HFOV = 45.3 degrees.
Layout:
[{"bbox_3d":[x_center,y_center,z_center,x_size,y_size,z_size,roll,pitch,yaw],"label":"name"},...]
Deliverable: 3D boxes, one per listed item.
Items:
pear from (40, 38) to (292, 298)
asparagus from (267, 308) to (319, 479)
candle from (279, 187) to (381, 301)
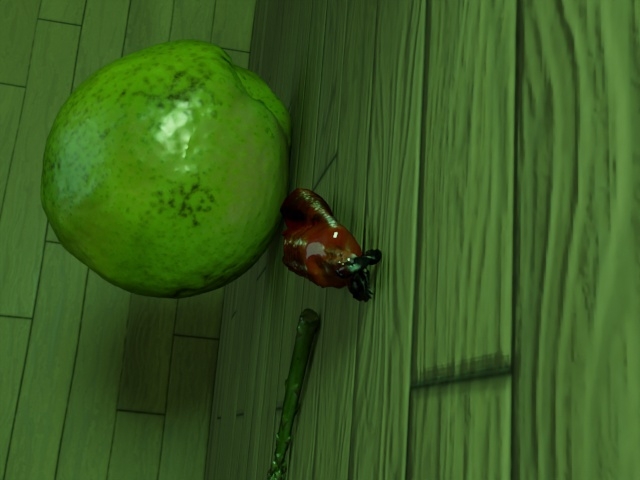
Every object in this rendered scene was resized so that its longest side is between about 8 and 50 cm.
[{"bbox_3d":[-0.210,-0.111,1.140,0.391,0.391,0.390,-173,90,-80],"label":"pear"},{"bbox_3d":[-0.033,0.183,0.823,0.024,0.025,0.248,29,120,33],"label":"asparagus"},{"bbox_3d":[0.000,0.000,0.663,0.302,0.059,0.084,-151,59,-79],"label":"candle"}]
